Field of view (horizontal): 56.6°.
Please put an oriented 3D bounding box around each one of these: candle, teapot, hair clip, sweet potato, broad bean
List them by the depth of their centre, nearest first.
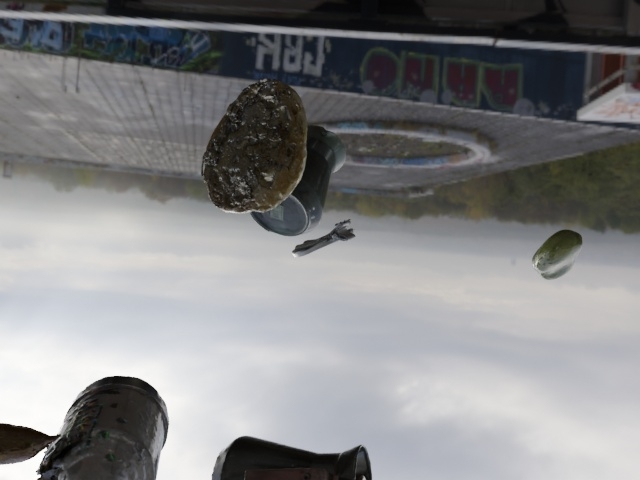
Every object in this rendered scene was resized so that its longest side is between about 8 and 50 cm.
[{"bbox_3d":[0.282,0.015,0.710,0.063,0.045,0.083,-29,154,-8],"label":"broad bean"},{"bbox_3d":[-0.496,0.285,0.850,0.226,0.068,0.068,15,177,-12],"label":"sweet potato"},{"bbox_3d":[-0.355,0.364,0.974,0.187,0.187,0.330,5,-168,-9],"label":"candle"},{"bbox_3d":[-0.047,-0.121,1.278,0.171,0.225,0.203,24,140,8],"label":"teapot"},{"bbox_3d":[-0.069,0.568,1.363,0.344,0.253,0.300,-8,148,14],"label":"teapot"},{"bbox_3d":[0.000,0.000,1.571,0.220,0.054,0.140,-21,-175,41],"label":"hair clip"}]

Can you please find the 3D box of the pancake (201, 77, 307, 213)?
[{"bbox_3d":[-0.130,-0.180,1.160,0.282,0.282,0.049,4,175,39],"label":"pancake"}]
